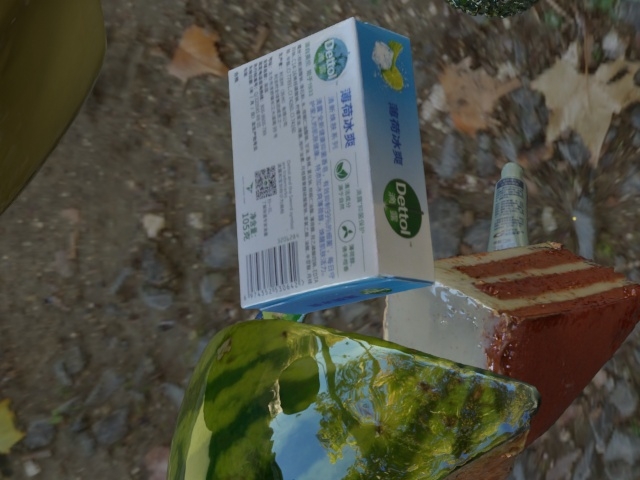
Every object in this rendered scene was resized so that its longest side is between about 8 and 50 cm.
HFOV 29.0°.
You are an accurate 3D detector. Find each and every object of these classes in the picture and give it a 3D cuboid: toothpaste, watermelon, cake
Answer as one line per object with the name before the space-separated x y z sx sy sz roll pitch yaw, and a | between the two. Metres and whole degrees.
toothpaste | 0.216 -0.015 1.424 0.062 0.216 0.037 -12 130 21
watermelon | -0.014 0.146 0.583 0.159 0.303 0.128 23 58 8
cake | 0.182 0.051 1.149 0.158 0.159 0.262 26 57 37

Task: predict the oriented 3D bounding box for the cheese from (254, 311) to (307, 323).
cheese | 0.000 0.000 1.308 0.083 0.204 0.320 25 101 -28

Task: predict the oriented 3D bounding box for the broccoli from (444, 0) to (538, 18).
broccoli | 0.180 -0.375 1.301 0.247 0.263 0.243 -22 67 -9

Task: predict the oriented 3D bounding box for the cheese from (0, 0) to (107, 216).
cheese | -0.234 -0.081 0.703 0.128 0.259 0.316 24 57 15

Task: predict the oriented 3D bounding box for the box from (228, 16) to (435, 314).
box | 0.004 -0.051 0.935 0.139 0.073 0.194 -15 73 40
